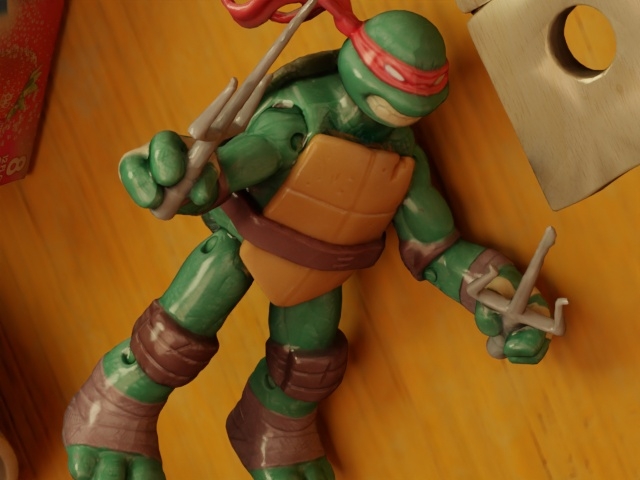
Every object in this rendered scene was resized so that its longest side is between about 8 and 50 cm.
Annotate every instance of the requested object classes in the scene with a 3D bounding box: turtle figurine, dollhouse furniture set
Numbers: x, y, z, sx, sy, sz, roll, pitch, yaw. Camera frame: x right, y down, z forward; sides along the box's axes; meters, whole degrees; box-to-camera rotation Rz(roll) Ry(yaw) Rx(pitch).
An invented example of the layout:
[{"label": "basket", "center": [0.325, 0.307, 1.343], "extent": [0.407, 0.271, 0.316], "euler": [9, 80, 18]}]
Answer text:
[{"label": "turtle figurine", "center": [0.000, 0.000, 0.697], "extent": [0.175, 0.118, 0.234], "euler": [18, 126, -18]}, {"label": "dollhouse furniture set", "center": [0.140, -0.113, 0.549], "extent": [0.184, 0.129, 0.129], "euler": [-25, 90, 38]}]

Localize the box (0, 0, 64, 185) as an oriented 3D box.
[{"label": "box", "center": [-0.173, -0.142, 0.752], "extent": [0.122, 0.128, 0.257], "euler": [30, 119, 23]}]

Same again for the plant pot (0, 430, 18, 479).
[{"label": "plant pot", "center": [-0.306, 0.036, 0.852], "extent": [0.256, 0.256, 0.274], "euler": [-47, 62, 35]}]
